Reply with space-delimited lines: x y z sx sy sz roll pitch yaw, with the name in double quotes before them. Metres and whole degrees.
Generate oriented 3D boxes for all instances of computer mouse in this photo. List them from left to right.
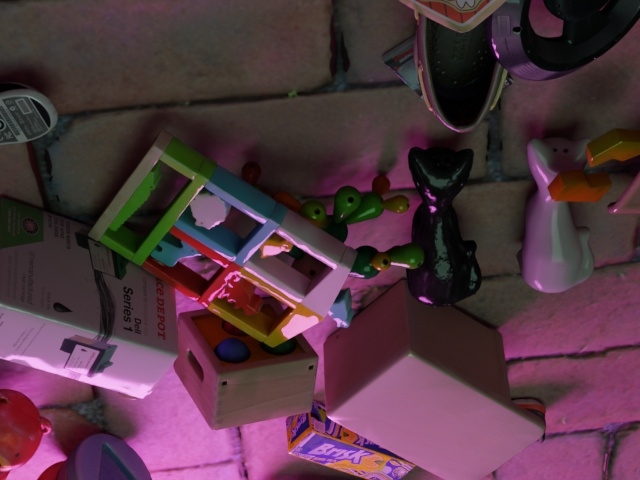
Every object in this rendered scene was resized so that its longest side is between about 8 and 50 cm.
"computer mouse" -0.359 -0.124 1.791 0.193 0.042 0.106 -12 134 14

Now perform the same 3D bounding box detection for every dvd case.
"dvd case" 0.134 -0.179 1.816 0.087 0.013 0.119 -31 134 25

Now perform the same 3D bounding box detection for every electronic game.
"electronic game" 0.250 -0.254 1.663 0.229 0.048 0.229 -26 139 -25

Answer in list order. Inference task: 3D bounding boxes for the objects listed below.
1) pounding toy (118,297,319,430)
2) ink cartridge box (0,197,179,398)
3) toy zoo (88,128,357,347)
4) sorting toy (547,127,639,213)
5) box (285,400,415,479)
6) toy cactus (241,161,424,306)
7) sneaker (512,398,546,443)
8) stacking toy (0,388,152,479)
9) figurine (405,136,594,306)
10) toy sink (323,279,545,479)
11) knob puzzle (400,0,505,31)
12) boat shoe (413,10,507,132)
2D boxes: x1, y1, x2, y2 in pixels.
"pounding toy" -0.135 0.129 2.022 0.206 0.181 0.094 -8 125 -25
"ink cartridge box" -0.272 0.065 1.922 0.219 0.160 0.092 18 133 -27
"toy zoo" -0.090 0.015 1.890 0.293 0.030 0.192 33 139 -10
"sorting toy" 0.406 -0.100 1.874 0.307 0.041 0.229 0 145 -28
"box" 0.039 0.265 2.264 0.169 0.054 0.059 22 130 -28
"toy cactus" 0.000 0.000 1.924 0.219 0.112 0.180 15 129 -11
"sneaker" 0.220 0.244 2.256 0.157 0.065 0.061 -5 138 -2
"stacking toy" -0.324 0.333 2.129 0.130 0.280 0.309 -35 135 30
"figurine" 0.200 -0.034 1.937 0.214 0.092 0.209 -7 134 -2
"toy sink" 0.140 0.174 2.121 0.234 0.131 0.153 30 127 -28
"knob puzzle" 0.112 -0.282 1.576 0.213 0.030 0.213 10 116 22
"boat shoe" 0.143 -0.251 1.665 0.116 0.097 0.324 -1 133 -5
